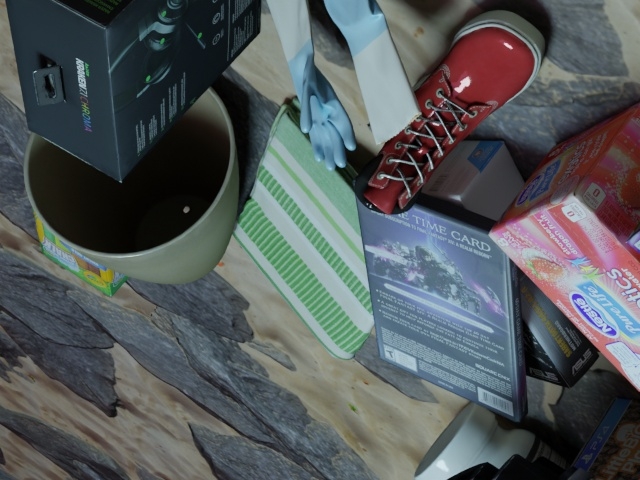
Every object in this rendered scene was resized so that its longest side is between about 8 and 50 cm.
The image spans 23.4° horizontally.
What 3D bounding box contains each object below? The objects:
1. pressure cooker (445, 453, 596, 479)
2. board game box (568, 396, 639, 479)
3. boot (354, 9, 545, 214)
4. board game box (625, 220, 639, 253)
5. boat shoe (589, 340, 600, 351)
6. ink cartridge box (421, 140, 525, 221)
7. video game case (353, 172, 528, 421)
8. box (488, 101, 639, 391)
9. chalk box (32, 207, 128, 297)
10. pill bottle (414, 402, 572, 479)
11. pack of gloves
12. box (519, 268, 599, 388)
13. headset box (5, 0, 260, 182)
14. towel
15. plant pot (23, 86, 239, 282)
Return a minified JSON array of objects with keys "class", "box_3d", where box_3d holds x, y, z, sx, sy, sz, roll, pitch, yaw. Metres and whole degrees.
[{"class":"pressure cooker","box_3d":[0.248,0.434,1.632,0.420,0.370,0.375,32,178,18]},{"class":"board game box","box_3d":[0.466,0.318,1.763,0.291,0.141,0.232,2,134,47]},{"class":"boot","box_3d":[0.120,-0.112,1.517,0.088,0.176,0.244,37,151,-6]},{"class":"board game box","box_3d":[0.439,0.016,1.372,0.275,0.144,0.142,39,151,1]},{"class":"boat shoe","box_3d":[0.290,0.067,1.722,0.056,0.048,0.153,9,144,41]},{"class":"ink cartridge box","box_3d":[0.138,-0.047,1.677,0.143,0.092,0.090,5,137,47]},{"class":"video game case","box_3d":[0.133,0.064,1.684,0.196,0.026,0.274,23,140,32]},{"class":"box","box_3d":[0.335,0.034,1.515,0.300,0.142,0.154,45,150,-9]},{"class":"chalk box","box_3d":[-0.309,-0.023,2.171,0.132,0.132,0.213,29,149,18]},{"class":"pill bottle","box_3d":[0.268,0.345,2.003,0.278,0.162,0.162,38,151,1]},{"class":"pack of gloves","box_3d":[0.002,-0.193,1.554,0.195,0.046,0.232,-36,69,58]},{"class":"box","box_3d":[0.189,0.068,1.764,0.183,0.056,0.231,53,161,-24]},{"class":"headset box","box_3d":[-0.189,-0.235,1.589,0.131,0.283,0.246,29,150,16]},{"class":"towel","box_3d":[0.000,0.000,1.893,0.248,0.038,0.325,51,152,15]},{"class":"plant pot","box_3d":[-0.206,-0.049,1.941,0.256,0.256,0.274,28,165,18]}]
